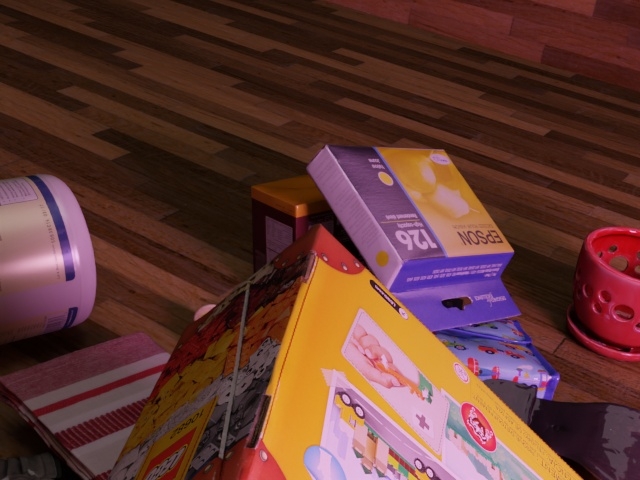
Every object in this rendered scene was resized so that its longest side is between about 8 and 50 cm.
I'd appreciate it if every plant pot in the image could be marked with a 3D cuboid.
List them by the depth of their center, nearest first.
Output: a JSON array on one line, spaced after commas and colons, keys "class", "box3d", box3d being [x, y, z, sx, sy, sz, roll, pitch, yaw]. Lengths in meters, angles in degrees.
[{"class": "plant pot", "box3d": [0.510, 0.095, 1.473, 0.191, 0.174, 0.191, 6, 28, -3]}]

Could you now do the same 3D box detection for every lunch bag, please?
[{"class": "lunch bag", "box3d": [0.203, 0.176, 1.325, 0.221, 0.138, 0.293, 8, 20, -2]}]

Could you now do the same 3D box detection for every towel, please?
[{"class": "towel", "box3d": [-0.217, 0.237, 1.122, 0.329, 0.037, 0.237, 33, 31, 31]}]

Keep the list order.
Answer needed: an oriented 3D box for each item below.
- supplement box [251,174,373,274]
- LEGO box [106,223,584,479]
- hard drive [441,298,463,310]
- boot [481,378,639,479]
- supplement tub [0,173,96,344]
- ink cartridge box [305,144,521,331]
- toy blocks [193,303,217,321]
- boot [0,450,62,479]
[{"class": "supplement box", "box3d": [0.000, 0.000, 1.479, 0.191, 0.194, 0.129, -14, 25, -34]}, {"class": "LEGO box", "box3d": [0.077, 0.283, 0.746, 0.500, 0.193, 0.372, 44, 26, -14]}, {"class": "hard drive", "box3d": [0.171, 0.116, 1.508, 0.135, 0.022, 0.094, 12, 30, 7]}, {"class": "boot", "box3d": [0.286, 0.278, 1.032, 0.264, 0.280, 0.096, 11, 60, 15]}, {"class": "supplement tub", "box3d": [-0.509, 0.042, 1.254, 0.325, 0.235, 0.235, -13, 35, -33]}, {"class": "ink cartridge box", "box3d": [0.165, -0.014, 1.359, 0.304, 0.072, 0.307, -3, 52, -48]}, {"class": "toy blocks", "box3d": [-0.125, 0.158, 1.328, 0.123, 0.054, 0.148, 1, 30, -13]}, {"class": "boot", "box3d": [-0.356, 0.315, 0.971, 0.161, 0.083, 0.246, 5, 30, -18]}]
